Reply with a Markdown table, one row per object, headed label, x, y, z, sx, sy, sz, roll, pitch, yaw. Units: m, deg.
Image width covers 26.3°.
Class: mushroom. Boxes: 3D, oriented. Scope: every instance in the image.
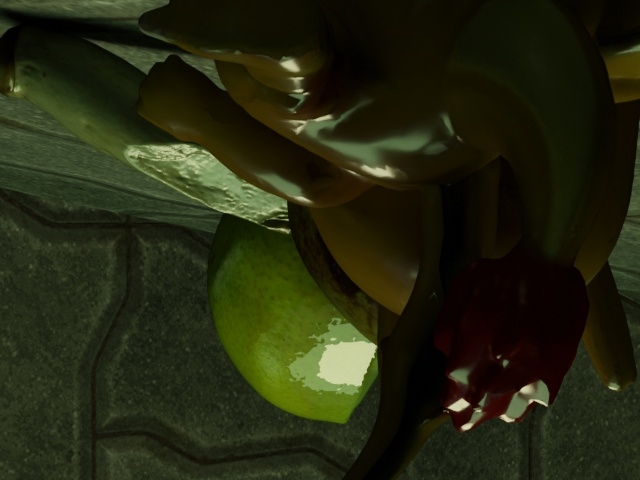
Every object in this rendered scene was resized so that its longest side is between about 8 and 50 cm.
| label | x | y | z | sx | sy | sz | roll | pitch | yaw |
| --- | --- | --- | --- | --- | --- | --- | --- | --- | --- |
| mushroom | -0.162 | -0.106 | 1.314 | 0.333 | 0.087 | 0.107 | 32 | -156 | 1 |

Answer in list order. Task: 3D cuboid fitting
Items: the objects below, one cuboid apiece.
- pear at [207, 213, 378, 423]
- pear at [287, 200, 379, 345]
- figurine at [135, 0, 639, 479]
| label | x | y | z | sx | sy | sz | roll | pitch | yaw |
| --- | --- | --- | --- | --- | --- | --- | --- | --- | --- |
| pear | 0.000 | 0.000 | 1.594 | 0.238 | 0.342 | 0.318 | 16 | 151 | -5 |
| pear | 0.103 | -0.026 | 1.238 | 0.283 | 0.284 | 0.283 | 8 | 175 | 1 |
| figurine | 0.063 | -0.050 | 0.689 | 0.268 | 0.401 | 0.387 | 27 | 174 | 15 |
